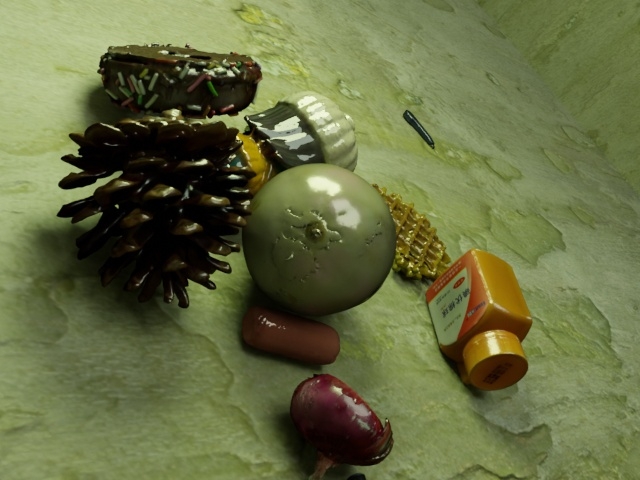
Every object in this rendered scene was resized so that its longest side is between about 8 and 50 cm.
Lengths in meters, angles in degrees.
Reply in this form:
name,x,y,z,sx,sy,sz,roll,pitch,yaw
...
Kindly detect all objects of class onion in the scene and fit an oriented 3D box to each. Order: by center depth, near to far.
name,x,y,z,sx,sy,sz,roll,pitch,yaw
onion,0.011,0.255,1.064,0.150,0.150,0.140,39,69,-4

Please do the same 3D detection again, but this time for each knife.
name,x,y,z,sx,sy,sz,roll,pitch,yaw
knife,0.249,-0.277,2.081,0.121,0.018,0.031,52,25,15

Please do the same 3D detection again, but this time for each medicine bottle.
name,x,y,z,sx,sy,sz,roll,pitch,yaw
medicine bottle,0.282,0.142,1.460,0.112,0.149,0.222,23,36,-28

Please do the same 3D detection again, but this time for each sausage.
name,x,y,z,sx,sy,sz,roll,pitch,yaw
sausage,-0.039,0.137,1.190,0.154,0.062,0.062,20,37,-32

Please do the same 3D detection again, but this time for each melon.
name,x,y,z,sx,sy,sz,roll,pitch,yaw
melon,0.000,0.000,1.223,0.223,0.223,0.317,45,5,5

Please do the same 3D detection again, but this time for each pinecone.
name,x,y,z,sx,sy,sz,roll,pitch,yaw
pinecone,-0.205,-0.041,1.058,0.264,0.264,0.264,29,33,-21

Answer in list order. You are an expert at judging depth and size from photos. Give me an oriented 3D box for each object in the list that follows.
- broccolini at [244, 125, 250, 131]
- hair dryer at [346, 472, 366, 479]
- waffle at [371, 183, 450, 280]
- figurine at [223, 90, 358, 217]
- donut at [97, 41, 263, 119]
name,x,y,z,sx,sy,sz,roll,pitch,yaw
broccolini,-0.052,-0.203,1.627,0.218,0.042,0.044,11,42,-39
hair dryer,0.072,0.340,1.102,0.083,0.026,0.047,27,35,-37
waffle,0.152,-0.017,1.611,0.229,0.051,0.231,14,39,-38
figurine,-0.077,-0.143,1.359,0.332,0.204,0.185,-10,60,-53
donut,-0.224,-0.258,1.345,0.270,0.103,0.269,5,18,-2
